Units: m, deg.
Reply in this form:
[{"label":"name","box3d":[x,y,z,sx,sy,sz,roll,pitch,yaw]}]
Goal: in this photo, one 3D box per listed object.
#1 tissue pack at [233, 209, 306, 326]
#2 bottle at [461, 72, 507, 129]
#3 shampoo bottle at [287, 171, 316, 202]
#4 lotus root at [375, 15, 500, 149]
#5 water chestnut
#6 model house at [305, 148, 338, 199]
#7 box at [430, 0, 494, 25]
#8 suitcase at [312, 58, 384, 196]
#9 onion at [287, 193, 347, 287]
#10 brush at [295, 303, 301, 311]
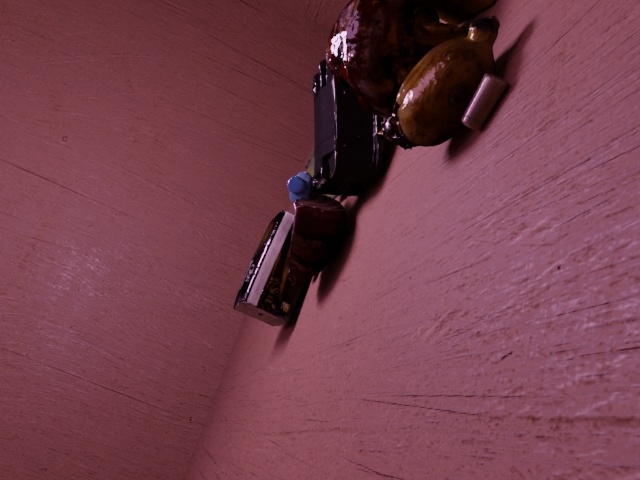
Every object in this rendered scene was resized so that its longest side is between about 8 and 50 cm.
[{"label":"tissue pack","box3d":[-0.149,0.107,2.028,0.370,0.198,0.210,-66,14,-20]},{"label":"bottle","box3d":[0.292,-0.249,1.036,0.045,0.045,0.096,-87,21,-62]},{"label":"shampoo bottle","box3d":[-0.051,-0.157,1.799,0.258,0.061,0.104,12,-83,-80]},{"label":"lotus root","box3d":[0.242,-0.291,1.124,0.314,0.141,0.169,-49,21,31]},{"label":"water chestnut","box3d":[0.196,-0.453,1.388,0.335,0.347,0.335,-26,-57,-49]},{"label":"model house","box3d":[0.083,-0.275,2.008,0.211,0.170,0.194,-41,-9,-25]},{"label":"box","box3d":[0.204,-0.672,1.361,0.264,0.415,0.116,-120,54,-77]},{"label":"suitcase","box3d":[0.077,-0.345,1.726,0.283,0.194,0.434,136,137,-72]},{"label":"onion","box3d":[0.000,0.000,1.747,0.314,0.146,0.280,-51,-34,-72]},{"label":"brush","box3d":[-0.087,0.226,2.009,0.051,0.014,0.164,-63,11,0]}]
